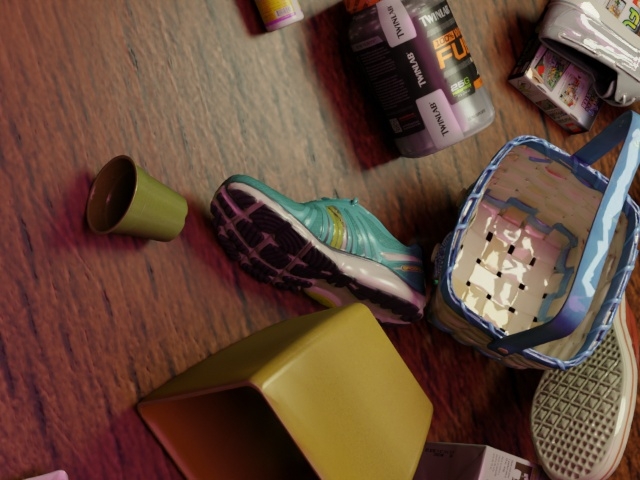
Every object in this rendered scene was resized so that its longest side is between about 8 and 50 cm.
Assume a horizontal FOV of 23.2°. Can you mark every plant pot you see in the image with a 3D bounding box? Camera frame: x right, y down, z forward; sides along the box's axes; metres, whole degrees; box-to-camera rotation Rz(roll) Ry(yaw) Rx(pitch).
[{"bbox_3d":[-0.178,-0.034,1.560,0.079,0.083,0.083,22,75,-39],"label":"plant pot"},{"bbox_3d":[-0.014,0.180,1.564,0.187,0.212,0.212,-44,107,-36],"label":"plant pot"}]

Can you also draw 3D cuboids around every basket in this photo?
[{"bbox_3d":[0.237,0.014,1.647,0.201,0.289,0.255,31,65,-12],"label":"basket"}]

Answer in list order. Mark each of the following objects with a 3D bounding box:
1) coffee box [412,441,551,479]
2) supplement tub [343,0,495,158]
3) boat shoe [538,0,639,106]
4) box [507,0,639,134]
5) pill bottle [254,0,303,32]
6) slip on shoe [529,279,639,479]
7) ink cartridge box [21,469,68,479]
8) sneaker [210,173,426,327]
[{"bbox_3d":[0.228,0.303,1.715,0.246,0.141,0.098,22,76,-25],"label":"coffee box"},{"bbox_3d":[0.104,-0.195,1.702,0.117,0.117,0.190,-30,101,-28],"label":"supplement tub"},{"bbox_3d":[0.346,-0.200,1.824,0.227,0.079,0.081,34,80,-18],"label":"boat shoe"},{"bbox_3d":[0.316,-0.243,1.869,0.114,0.036,0.207,38,69,-21],"label":"box"},{"bbox_3d":[-0.052,-0.268,1.663,0.043,0.043,0.083,-26,98,-28],"label":"pill bottle"},{"bbox_3d":[0.306,0.158,1.724,0.101,0.123,0.331,55,27,-25],"label":"slip on shoe"},{"bbox_3d":[-0.267,0.327,1.463,0.115,0.067,0.198,-15,92,-12],"label":"ink cartridge box"},{"bbox_3d":[0.000,0.000,1.655,0.275,0.107,0.110,29,53,-29],"label":"sneaker"}]
